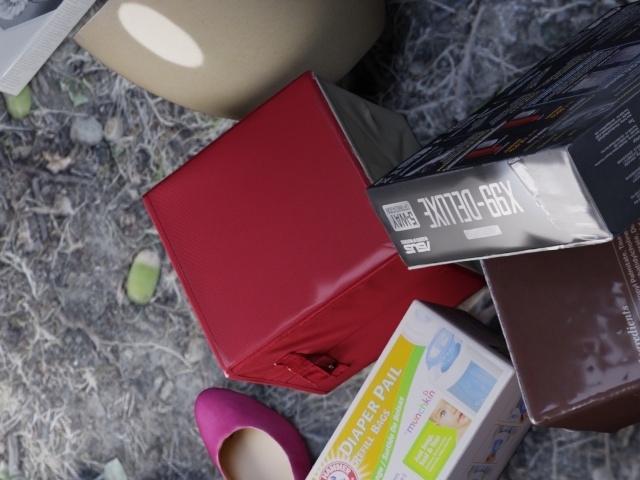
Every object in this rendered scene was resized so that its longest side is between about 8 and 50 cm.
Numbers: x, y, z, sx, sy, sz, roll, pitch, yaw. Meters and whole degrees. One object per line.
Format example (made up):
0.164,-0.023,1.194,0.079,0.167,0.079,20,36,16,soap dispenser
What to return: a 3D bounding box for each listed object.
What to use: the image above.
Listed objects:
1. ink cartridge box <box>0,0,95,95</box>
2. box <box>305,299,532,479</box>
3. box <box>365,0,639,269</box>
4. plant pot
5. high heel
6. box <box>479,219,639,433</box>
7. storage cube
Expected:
-0.314,-0.304,1.796,0.224,0.045,0.223,-47,63,15,ink cartridge box
0.090,0.167,1.453,0.114,0.103,0.203,35,100,29,box
0.217,-0.098,1.272,0.242,0.307,0.076,-10,113,58,box
-0.053,-0.215,1.530,0.191,0.284,0.284,44,108,-11,plant pot
-0.056,0.218,1.521,0.082,0.117,0.244,-46,63,17,high heel
0.259,0.038,1.338,0.203,0.168,0.167,-24,72,24,box
0.000,0.000,1.487,0.193,0.183,0.215,-36,65,19,storage cube
